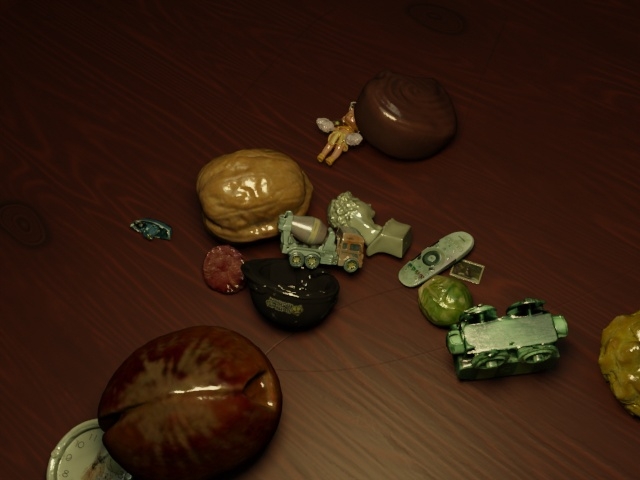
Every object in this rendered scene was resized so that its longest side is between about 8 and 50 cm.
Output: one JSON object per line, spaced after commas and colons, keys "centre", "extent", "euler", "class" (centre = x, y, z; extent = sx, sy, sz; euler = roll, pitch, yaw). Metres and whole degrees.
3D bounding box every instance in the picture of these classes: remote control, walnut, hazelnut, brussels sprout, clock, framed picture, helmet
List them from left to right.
{"centre": [-0.578, 0.579, 1.600], "extent": [0.237, 0.053, 0.236], "euler": [-4, 57, 6], "class": "clock"}
{"centre": [-0.310, 0.385, 1.529], "extent": [0.430, 0.402, 0.402], "euler": [-11, 58, 5], "class": "hazelnut"}
{"centre": [-0.191, -0.132, 1.864], "extent": [0.344, 0.306, 0.306], "euler": [-6, 58, -7], "class": "walnut"}
{"centre": [-0.092, 0.155, 1.739], "extent": [0.279, 0.160, 0.230], "euler": [11, 20, 5], "class": "helmet"}
{"centre": [0.342, 0.056, 1.845], "extent": [0.256, 0.045, 0.097], "euler": [-30, 47, -9], "class": "remote control"}
{"centre": [0.347, 0.164, 1.736], "extent": [0.155, 0.117, 0.155], "euler": [0, 68, 1], "class": "brussels sprout"}
{"centre": [0.431, 0.089, 1.839], "extent": [0.089, 0.006, 0.066], "euler": [19, 61, 15], "class": "framed picture"}

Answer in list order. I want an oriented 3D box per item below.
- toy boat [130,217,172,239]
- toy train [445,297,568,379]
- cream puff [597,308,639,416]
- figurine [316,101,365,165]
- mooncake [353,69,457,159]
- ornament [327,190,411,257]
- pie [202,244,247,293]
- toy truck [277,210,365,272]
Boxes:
{"centre": [-0.533, -0.034, 1.970], "extent": [0.137, 0.060, 0.061], "euler": [20, 41, 13], "class": "toy boat"}
{"centre": [0.468, 0.262, 1.593], "extent": [0.299, 0.238, 0.166], "euler": [-7, 59, 3], "class": "toy train"}
{"centre": [0.809, 0.308, 1.587], "extent": [0.282, 0.185, 0.281], "euler": [8, 74, -31], "class": "cream puff"}
{"centre": [0.080, -0.353, 2.078], "extent": [0.175, 0.115, 0.240], "euler": [29, 58, 23], "class": "figurine"}
{"centre": [0.285, -0.415, 2.012], "extent": [0.326, 0.174, 0.333], "euler": [32, 54, -2], "class": "mooncake"}
{"centre": [0.139, -0.038, 1.878], "extent": [0.285, 0.120, 0.130], "euler": [37, 48, 25], "class": "ornament"}
{"centre": [-0.283, 0.087, 1.852], "extent": [0.155, 0.036, 0.154], "euler": [0, 91, 19], "class": "pie"}
{"centre": [0.000, 0.000, 1.776], "extent": [0.257, 0.140, 0.108], "euler": [6, 18, -12], "class": "toy truck"}
